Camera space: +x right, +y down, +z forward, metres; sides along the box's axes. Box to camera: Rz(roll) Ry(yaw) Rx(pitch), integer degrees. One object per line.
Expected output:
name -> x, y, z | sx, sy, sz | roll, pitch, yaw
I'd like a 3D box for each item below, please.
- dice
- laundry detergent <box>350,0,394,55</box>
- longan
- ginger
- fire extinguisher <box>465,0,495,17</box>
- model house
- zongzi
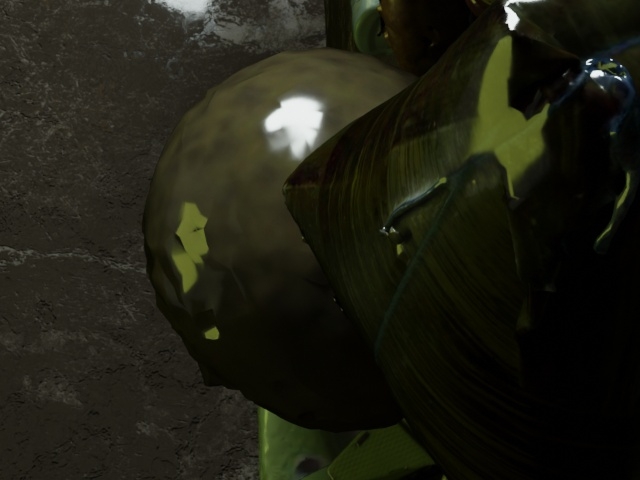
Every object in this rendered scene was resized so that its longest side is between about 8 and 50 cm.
dice -> 0.033, 0.254, 1.953 | 0.252, 0.250, 0.254 | -120, 28, -80
laundry detergent -> 0.085, -0.414, 1.827 | 0.215, 0.105, 0.280 | 97, 168, -77
longan -> 0.000, 0.000, 1.365 | 0.391, 0.391, 0.391 | 178, 90, -86
ginger -> 0.094, -0.293, 1.466 | 0.133, 0.107, 0.309 | -2, 121, 47
fire extinguisher -> 0.164, -0.274, 1.041 | 0.252, 0.075, 0.106 | 97, 170, -68
model house -> 0.097, 0.283, 1.636 | 0.218, 0.205, 0.278 | 44, 131, 26
zongzi -> 0.166, 0.076, 0.799 | 0.432, 0.208, 0.403 | 67, 161, 5
